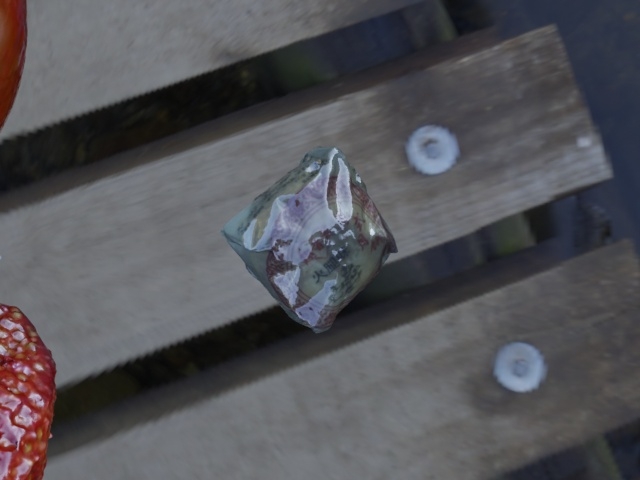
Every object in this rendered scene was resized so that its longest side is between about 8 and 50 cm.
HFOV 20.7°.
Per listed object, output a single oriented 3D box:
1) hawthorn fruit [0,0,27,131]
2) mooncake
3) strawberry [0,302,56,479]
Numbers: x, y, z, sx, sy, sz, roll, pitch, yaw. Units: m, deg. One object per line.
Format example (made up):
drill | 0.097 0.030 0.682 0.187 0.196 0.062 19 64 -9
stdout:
hawthorn fruit | -0.228 -0.105 0.748 0.254 0.300 0.254 12 73 -43
mooncake | 0.000 0.000 1.497 0.125 0.073 0.130 -43 121 -10
strawberry | -0.322 0.159 1.286 0.250 0.238 0.288 37 64 -1
